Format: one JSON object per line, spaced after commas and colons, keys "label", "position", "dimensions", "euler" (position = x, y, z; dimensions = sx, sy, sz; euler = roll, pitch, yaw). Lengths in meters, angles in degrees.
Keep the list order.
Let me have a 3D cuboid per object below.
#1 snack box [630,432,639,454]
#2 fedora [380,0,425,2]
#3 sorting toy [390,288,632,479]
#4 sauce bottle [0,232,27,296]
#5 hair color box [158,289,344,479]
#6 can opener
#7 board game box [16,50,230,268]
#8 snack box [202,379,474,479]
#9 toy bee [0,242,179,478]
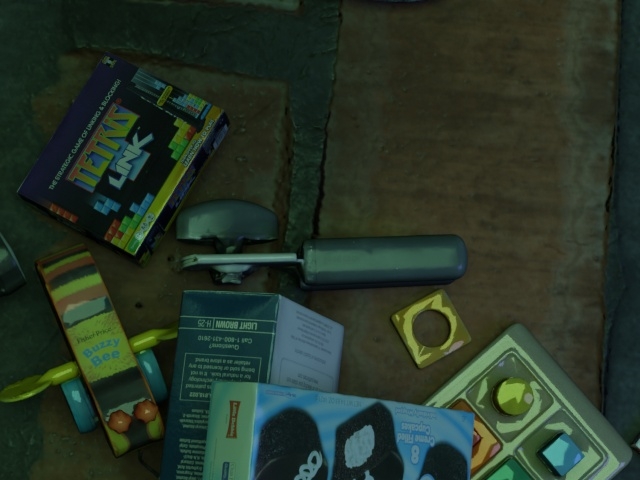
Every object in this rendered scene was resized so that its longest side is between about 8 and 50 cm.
{"label": "snack box", "position": [0.400, 0.238, 1.789], "dimensions": [0.178, 0.022, 0.064], "euler": [40, 79, 1]}
{"label": "fedora", "position": [0.096, -0.410, 1.798], "dimensions": [0.334, 0.152, 0.334], "euler": [1, 81, -7]}
{"label": "sorting toy", "position": [0.186, 0.204, 1.756], "dimensions": [0.196, 0.047, 0.348], "euler": [-41, 87, -12]}
{"label": "sauce bottle", "position": [-0.440, 0.098, 1.668], "dimensions": [0.344, 0.111, 0.111], "euler": [-29, 85, -12]}
{"label": "hair color box", "position": [-0.070, 0.231, 1.644], "dimensions": [0.105, 0.174, 0.347], "euler": [2, 78, 22]}
{"label": "can opener", "position": [0.000, 0.000, 1.755], "dimensions": [0.283, 0.076, 0.095], "euler": [-2, 81, -8]}
{"label": "board game box", "position": [-0.191, -0.080, 1.742], "dimensions": [0.141, 0.048, 0.170], "euler": [27, 77, 14]}
{"label": "snack box", "position": [0.020, 0.231, 1.589], "dimensions": [0.322, 0.060, 0.187], "euler": [13, 80, -50]}
{"label": "toy bee", "position": [-0.181, 0.132, 1.667], "dimensions": [0.195, 0.162, 0.298], "euler": [-43, 88, -13]}
